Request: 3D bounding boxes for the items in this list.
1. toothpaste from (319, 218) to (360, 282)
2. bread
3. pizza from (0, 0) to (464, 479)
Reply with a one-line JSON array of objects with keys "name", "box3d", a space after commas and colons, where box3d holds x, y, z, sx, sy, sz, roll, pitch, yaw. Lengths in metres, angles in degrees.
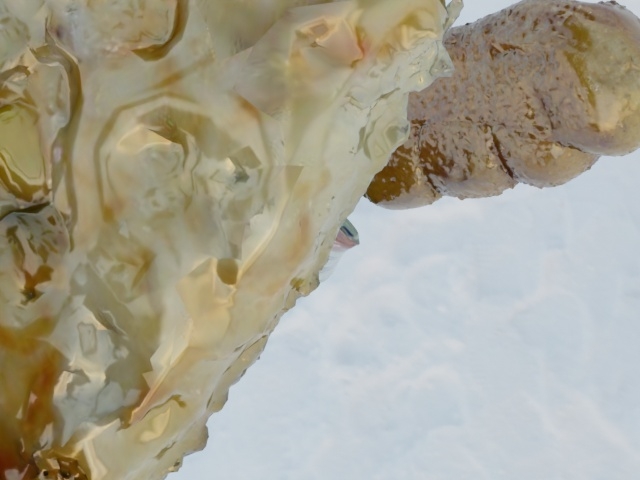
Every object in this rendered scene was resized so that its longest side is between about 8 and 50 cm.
[{"name": "toothpaste", "box3d": [0.000, 0.000, 0.988, 0.039, 0.239, 0.062, -42, 85, -10]}, {"name": "bread", "box3d": [0.100, -0.087, 0.888, 0.344, 0.084, 0.124, -13, 93, 52]}, {"name": "pizza", "box3d": [-0.171, 0.002, 0.567, 0.434, 0.080, 0.392, 8, 93, 9]}]
